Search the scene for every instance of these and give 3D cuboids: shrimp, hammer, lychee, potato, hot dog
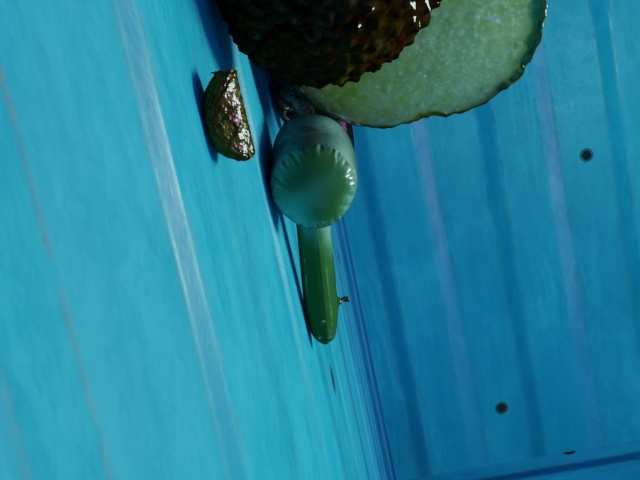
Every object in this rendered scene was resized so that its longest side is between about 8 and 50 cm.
[{"bbox_3d":[-0.044,-0.227,1.407,0.073,0.075,0.190,41,-15,38],"label":"shrimp"},{"bbox_3d":[0.000,0.000,1.197,0.206,0.119,0.335,-88,173,-65],"label":"hammer"},{"bbox_3d":[0.002,-0.305,0.911,0.276,0.304,0.275,29,49,-40],"label":"lychee"},{"bbox_3d":[0.087,-0.387,1.274,0.442,0.385,0.319,37,16,-20],"label":"potato"},{"bbox_3d":[-0.082,-0.108,0.746,0.058,0.035,0.083,-88,167,-71],"label":"hot dog"}]

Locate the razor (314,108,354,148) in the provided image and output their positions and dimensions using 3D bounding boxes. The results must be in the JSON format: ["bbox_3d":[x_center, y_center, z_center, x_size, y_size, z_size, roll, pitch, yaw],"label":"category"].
[{"bbox_3d":[0.027,-0.290,2.225,0.204,0.114,0.349,-17,96,-89],"label":"razor"}]
